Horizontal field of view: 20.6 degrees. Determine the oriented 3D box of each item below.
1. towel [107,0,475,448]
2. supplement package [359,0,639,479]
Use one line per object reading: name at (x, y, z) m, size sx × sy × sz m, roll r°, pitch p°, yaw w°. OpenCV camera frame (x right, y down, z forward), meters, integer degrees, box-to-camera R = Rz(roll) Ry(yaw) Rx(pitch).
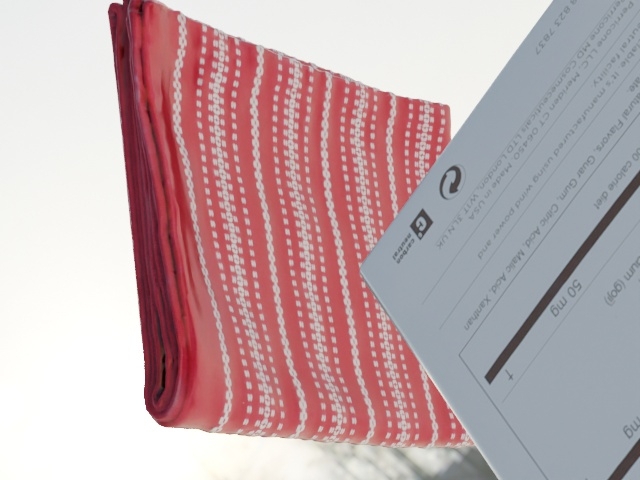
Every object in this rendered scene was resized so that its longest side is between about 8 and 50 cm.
towel at (0.000, 0.000, 0.856) m, size 0.031 × 0.199 × 0.275 m, roll -15°, pitch -16°, yaw 33°
supplement package at (0.174, 0.050, 0.493) m, size 0.177 × 0.293 × 0.175 m, roll 24°, pitch -69°, yaw -36°
